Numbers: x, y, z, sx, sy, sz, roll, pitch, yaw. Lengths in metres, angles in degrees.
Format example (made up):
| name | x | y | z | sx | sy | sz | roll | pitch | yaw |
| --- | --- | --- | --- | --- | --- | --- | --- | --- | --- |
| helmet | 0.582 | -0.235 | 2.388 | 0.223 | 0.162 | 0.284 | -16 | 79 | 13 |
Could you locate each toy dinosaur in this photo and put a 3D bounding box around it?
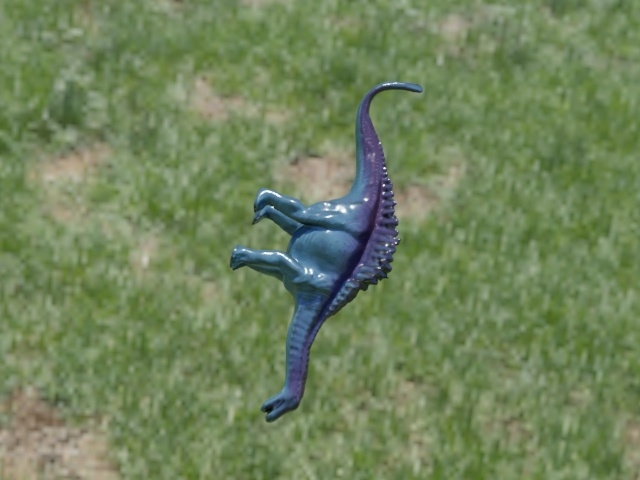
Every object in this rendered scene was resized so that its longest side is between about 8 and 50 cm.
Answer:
| name | x | y | z | sx | sy | sz | roll | pitch | yaw |
| --- | --- | --- | --- | --- | --- | --- | --- | --- | --- |
| toy dinosaur | 0.000 | 0.000 | 0.848 | 0.080 | 0.197 | 0.045 | 21 | -12 | 4 |
